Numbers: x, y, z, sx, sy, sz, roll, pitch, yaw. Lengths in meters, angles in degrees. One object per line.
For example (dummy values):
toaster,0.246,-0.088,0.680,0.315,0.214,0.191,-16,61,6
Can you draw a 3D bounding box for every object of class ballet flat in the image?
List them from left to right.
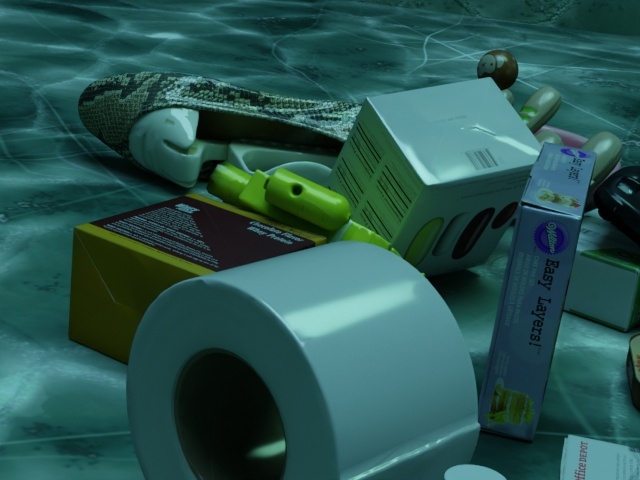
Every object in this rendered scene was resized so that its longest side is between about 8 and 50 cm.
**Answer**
ballet flat,-0.117,-0.139,2.048,0.482,0.164,0.182,7,40,-5

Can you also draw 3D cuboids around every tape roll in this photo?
tape roll,-0.017,0.133,1.148,0.246,0.246,0.169,23,25,38

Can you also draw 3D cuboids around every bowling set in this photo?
bowling set,0.229,-0.132,1.859,0.154,0.200,0.287,-47,21,-21

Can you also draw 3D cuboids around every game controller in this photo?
game controller,0.474,0.024,1.724,0.319,0.067,0.166,40,20,9

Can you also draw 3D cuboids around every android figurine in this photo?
android figurine,0.000,0.000,1.630,0.273,0.056,0.248,27,-16,16

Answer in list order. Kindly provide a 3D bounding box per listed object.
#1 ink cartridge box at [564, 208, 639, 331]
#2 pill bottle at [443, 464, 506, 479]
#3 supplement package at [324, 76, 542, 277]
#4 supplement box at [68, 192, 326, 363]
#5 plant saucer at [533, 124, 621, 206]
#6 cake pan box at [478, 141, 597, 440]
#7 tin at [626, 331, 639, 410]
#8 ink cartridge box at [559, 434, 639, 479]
ink cartridge box,0.377,0.030,1.802,0.153,0.087,0.208,20,25,34
pill bottle,0.110,0.236,1.084,0.067,0.120,0.067,6,19,-2
supplement package,0.134,-0.069,1.745,0.194,0.203,0.149,-12,57,-31
supplement box,-0.130,0.050,1.512,0.191,0.129,0.194,19,23,31
plant saucer,0.288,-0.109,2.170,0.332,0.084,0.332,7,19,-2
cake pan box,0.227,0.044,1.481,0.070,0.246,0.267,14,19,9
tin,0.389,0.150,1.547,0.106,0.040,0.190,12,21,4
ink cartridge box,0.281,0.232,1.237,0.150,0.063,0.109,10,20,10
